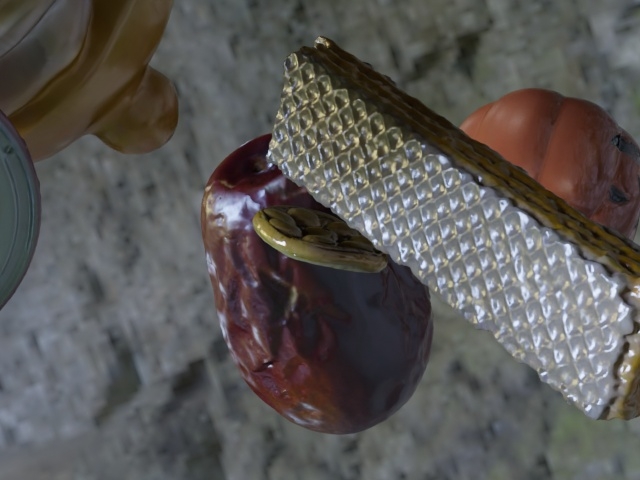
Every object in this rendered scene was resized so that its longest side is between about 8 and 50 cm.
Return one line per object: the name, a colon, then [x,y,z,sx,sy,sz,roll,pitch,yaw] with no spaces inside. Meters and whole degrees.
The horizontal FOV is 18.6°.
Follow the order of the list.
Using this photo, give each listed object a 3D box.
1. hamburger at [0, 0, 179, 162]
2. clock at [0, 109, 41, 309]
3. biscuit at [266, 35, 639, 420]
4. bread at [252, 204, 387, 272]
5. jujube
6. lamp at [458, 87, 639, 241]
hamburger: [-0.207,-0.163,1.184,0.276,0.276,0.237,-13,-30,33]
clock: [-0.273,-0.009,1.054,0.244,0.244,0.056,-19,45,-2]
biscuit: [0.085,-0.019,1.235,0.054,0.094,0.379,-4,31,-38]
bread: [0.000,0.000,1.494,0.110,0.024,0.110,15,14,-4]
jujube: [-0.005,0.046,1.974,0.223,0.318,0.223,-16,32,10]
lamp: [0.196,-0.037,1.750,0.188,0.187,0.164,-11,46,40]
